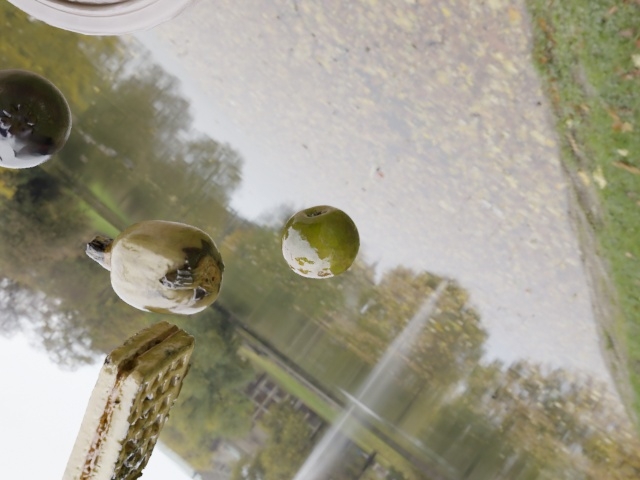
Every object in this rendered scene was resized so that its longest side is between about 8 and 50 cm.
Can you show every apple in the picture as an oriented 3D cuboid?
[{"bbox_3d":[0.000,0.000,0.872,0.089,0.089,0.074,24,130,52],"label":"apple"}]

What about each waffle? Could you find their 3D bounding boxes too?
[{"bbox_3d":[-0.411,0.379,1.667,0.114,0.376,0.261,26,-164,7],"label":"waffle"}]

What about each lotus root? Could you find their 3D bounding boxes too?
[{"bbox_3d":[-0.329,0.048,1.530,0.310,0.182,0.183,8,157,28],"label":"lotus root"}]

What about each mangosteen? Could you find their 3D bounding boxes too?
[{"bbox_3d":[-0.580,-0.228,1.485,0.194,0.194,0.230,42,164,-23],"label":"mangosteen"}]

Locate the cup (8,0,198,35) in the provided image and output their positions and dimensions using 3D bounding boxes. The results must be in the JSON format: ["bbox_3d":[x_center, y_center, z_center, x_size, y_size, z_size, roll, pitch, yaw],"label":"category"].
[{"bbox_3d":[-0.145,-0.301,0.552,0.288,0.208,0.273,44,-152,-17],"label":"cup"}]
